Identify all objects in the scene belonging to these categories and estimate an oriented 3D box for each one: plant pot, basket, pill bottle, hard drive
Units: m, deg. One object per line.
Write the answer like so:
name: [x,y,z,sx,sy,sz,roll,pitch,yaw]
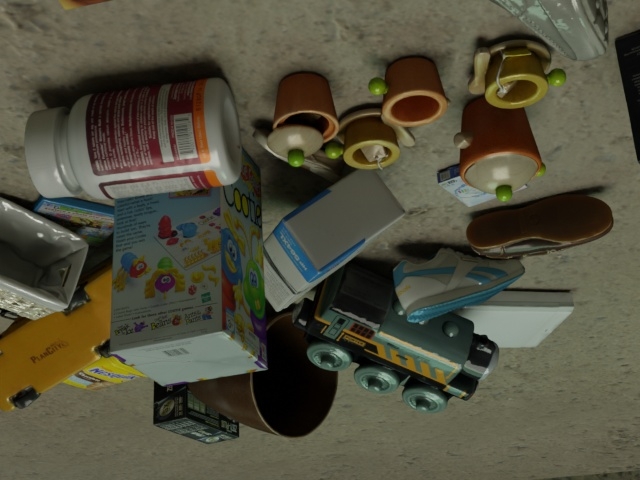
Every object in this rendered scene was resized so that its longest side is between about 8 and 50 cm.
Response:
plant pot: [-0.124,0.237,1.805,0.230,0.215,0.215,-6,159,43]
basket: [-0.420,0.027,1.377,0.167,0.113,0.103,28,145,-27]
pill bottle: [-0.207,-0.110,1.136,0.221,0.121,0.121,-6,154,7]
hard drive: [0.265,0.141,1.803,0.307,0.040,0.203,1,154,-10]

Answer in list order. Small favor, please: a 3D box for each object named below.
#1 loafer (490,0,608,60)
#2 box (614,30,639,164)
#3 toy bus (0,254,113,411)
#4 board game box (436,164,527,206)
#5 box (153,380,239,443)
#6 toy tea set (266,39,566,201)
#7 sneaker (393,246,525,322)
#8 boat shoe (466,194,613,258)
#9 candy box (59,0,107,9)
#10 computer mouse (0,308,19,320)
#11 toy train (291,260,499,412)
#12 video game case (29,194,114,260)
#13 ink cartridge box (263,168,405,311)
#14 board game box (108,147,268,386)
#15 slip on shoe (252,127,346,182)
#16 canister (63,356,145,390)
loafer: [0.163,-0.259,0.894,0.111,0.112,0.319,-14,145,33]
box: [0.398,-0.134,1.111,0.093,0.158,0.156,-17,150,27]
toy bus: [-0.364,0.125,1.501,0.333,0.130,0.108,-30,107,22]
board game box: [0.216,-0.081,1.359,0.090,0.020,0.090,-19,149,29]
box: [-0.236,0.297,1.946,0.077,0.147,0.180,-16,152,25]
toy tea set: [0.110,-0.114,1.159,0.336,0.124,0.200,-6,154,6]
sneaker: [0.219,0.053,1.571,0.229,0.092,0.087,-12,158,-29]
boat shoe: [0.315,-0.016,1.451,0.207,0.073,0.073,-6,157,23]
candy box: [-0.162,-0.270,0.889,0.187,0.053,0.109,-10,153,11]
computer mouse: [-0.372,0.111,1.648,0.272,0.072,0.188,1,155,15]
toy train: [0.121,0.159,1.637,0.334,0.142,0.190,25,143,-6]
video game case: [-0.362,-0.016,1.438,0.119,0.015,0.166,14,150,-29]
ink cartridge box: [0.000,0.000,1.323,0.148,0.086,0.203,-35,177,-25]
board game box: [-0.156,0.016,1.225,0.144,0.275,0.142,-11,153,15]
slip on shoe: [-0.023,-0.113,1.246,0.135,0.051,0.041,25,104,-31]
canister: [-0.388,0.220,1.859,0.170,0.073,0.126,-20,149,34]
